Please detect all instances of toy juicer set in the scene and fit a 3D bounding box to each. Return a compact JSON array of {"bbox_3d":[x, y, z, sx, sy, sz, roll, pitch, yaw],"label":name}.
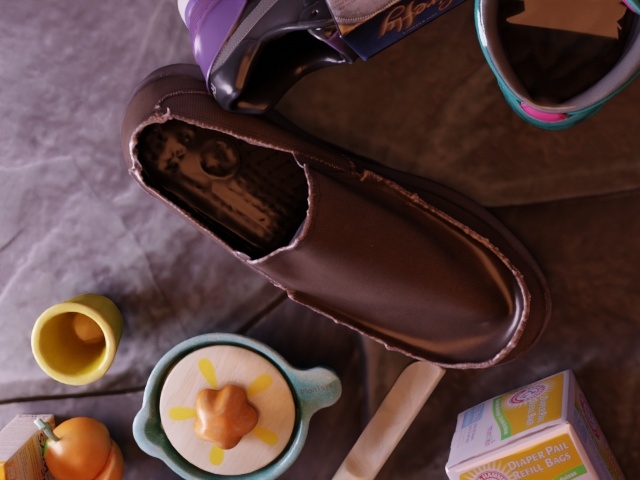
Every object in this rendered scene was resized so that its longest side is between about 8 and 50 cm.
[{"bbox_3d":[-0.080,0.171,1.086,0.328,0.089,0.209,11,105,3],"label":"toy juicer set"}]

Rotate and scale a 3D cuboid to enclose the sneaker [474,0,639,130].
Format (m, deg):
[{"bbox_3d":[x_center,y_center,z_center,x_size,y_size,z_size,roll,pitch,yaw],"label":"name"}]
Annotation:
[{"bbox_3d":[0.173,-0.208,0.889,0.123,0.178,0.296,8,107,7],"label":"sneaker"}]

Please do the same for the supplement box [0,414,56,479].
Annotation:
[{"bbox_3d":[-0.253,0.193,1.119,0.036,0.098,0.062,-2,107,14],"label":"supplement box"}]

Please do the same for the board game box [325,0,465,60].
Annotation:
[{"bbox_3d":[0.094,-0.244,0.834,0.243,0.042,0.165,-29,65,15],"label":"board game box"}]

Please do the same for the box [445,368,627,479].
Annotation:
[{"bbox_3d":[0.190,0.221,1.046,0.103,0.114,0.203,-25,100,17],"label":"box"}]

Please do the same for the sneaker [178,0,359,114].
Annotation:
[{"bbox_3d":[0.032,-0.187,0.935,0.283,0.124,0.107,-35,142,23],"label":"sneaker"}]

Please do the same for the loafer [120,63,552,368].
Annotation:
[{"bbox_3d":[0.000,0.000,1.004,0.365,0.130,0.134,27,109,1],"label":"loafer"}]
